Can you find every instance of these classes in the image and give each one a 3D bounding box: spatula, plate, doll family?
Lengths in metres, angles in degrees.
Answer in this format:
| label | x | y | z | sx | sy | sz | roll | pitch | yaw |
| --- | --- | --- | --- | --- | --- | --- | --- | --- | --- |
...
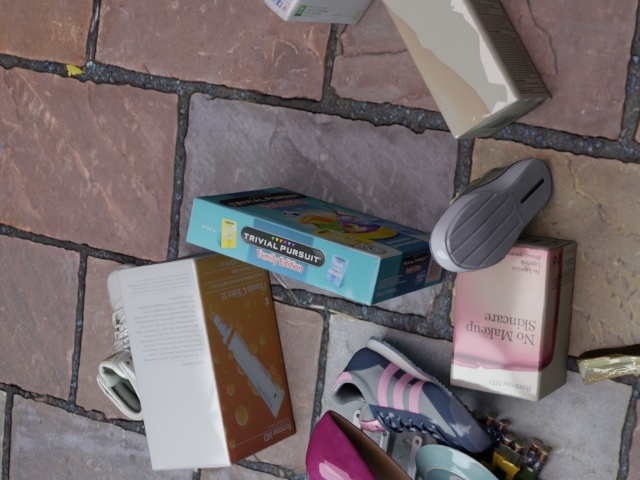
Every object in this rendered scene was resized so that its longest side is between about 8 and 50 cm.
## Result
| label | x | y | z | sx | sy | sz | roll | pitch | yaw |
| --- | --- | --- | --- | --- | --- | --- | --- | --- | --- |
| spatula | 0.100 | 0.420 | 2.101 | 0.168 | 0.019 | 0.242 | 19 | 106 | 33 |
| plate | 0.224 | 0.396 | 1.960 | 0.188 | 0.024 | 0.188 | 30 | 147 | 22 |
| doll family | 0.266 | 0.342 | 1.966 | 0.193 | 0.076 | 0.111 | 34 | 116 | 27 |

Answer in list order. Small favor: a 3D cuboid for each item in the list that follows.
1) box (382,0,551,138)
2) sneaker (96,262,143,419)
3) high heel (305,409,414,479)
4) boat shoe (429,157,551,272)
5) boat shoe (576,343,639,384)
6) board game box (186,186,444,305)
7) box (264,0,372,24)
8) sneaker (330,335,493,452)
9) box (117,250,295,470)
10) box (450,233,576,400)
| label | x | y | z | sx | sy | sz | roll | pitch | yaw |
| --- | --- | --- | --- | --- | --- | --- | --- | --- | --- |
| box | 0.206 | -0.318 | 1.869 | 0.121 | 0.148 | 0.311 | -31 | 79 | 30 |
| sneaker | -0.341 | 0.180 | 2.236 | 0.108 | 0.169 | 0.292 | -32 | 79 | 31 |
| high heel | 0.155 | 0.391 | 1.912 | 0.377 | 0.127 | 0.181 | 12 | 103 | 6 |
| boat shoe | 0.236 | -0.033 | 1.811 | 0.094 | 0.302 | 0.109 | -9 | 106 | 41 |
| boat shoe | 0.457 | 0.187 | 1.844 | 0.153 | 0.056 | 0.048 | -10 | 101 | 32 |
| board game box | 0.000 | 0.000 | 1.965 | 0.336 | 0.254 | 0.079 | 18 | 104 | 27 |
| box | 0.071 | -0.472 | 1.875 | 0.058 | 0.232 | 0.322 | 45 | 115 | 16 |
| sneaker | 0.137 | 0.270 | 1.933 | 0.131 | 0.112 | 0.319 | -44 | 34 | -10 |
| box | -0.192 | 0.196 | 2.124 | 0.168 | 0.215 | 0.345 | -9 | 93 | 30 |
| box | 0.292 | 0.110 | 1.885 | 0.149 | 0.127 | 0.232 | 7 | 100 | 29 |
